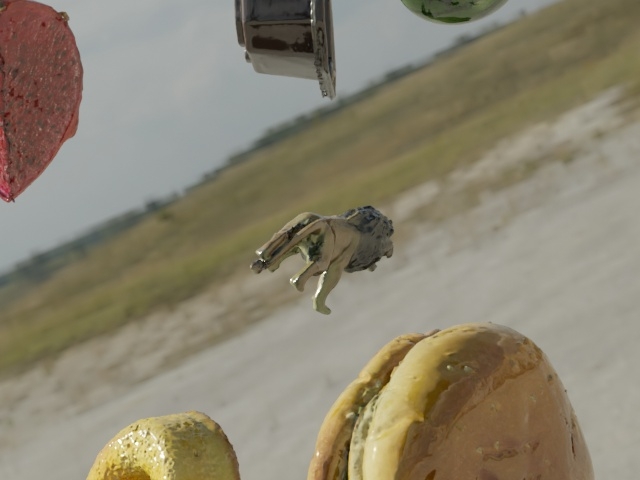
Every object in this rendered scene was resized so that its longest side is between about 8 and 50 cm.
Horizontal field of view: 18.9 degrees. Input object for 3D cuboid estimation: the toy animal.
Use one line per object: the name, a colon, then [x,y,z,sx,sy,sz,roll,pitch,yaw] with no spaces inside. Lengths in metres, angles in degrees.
toy animal: [-0.011,0.014,1.542,0.086,0.069,0.220,-56,-15,19]

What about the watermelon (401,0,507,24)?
watermelon: [0.101,-0.204,1.369,0.109,0.109,0.109,-22,0,0]

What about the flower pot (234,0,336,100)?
flower pot: [-0.035,-0.256,1.716,0.084,0.250,0.179,-3,-8,3]

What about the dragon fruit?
dragon fruit: [-0.346,-0.195,2.024,0.161,0.274,0.126,28,48,27]

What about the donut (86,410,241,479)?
donut: [-0.110,0.186,1.289,0.058,0.152,0.152,7,-18,-35]

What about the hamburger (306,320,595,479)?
hamburger: [0.137,0.230,1.827,0.170,0.290,0.314,-3,37,45]
